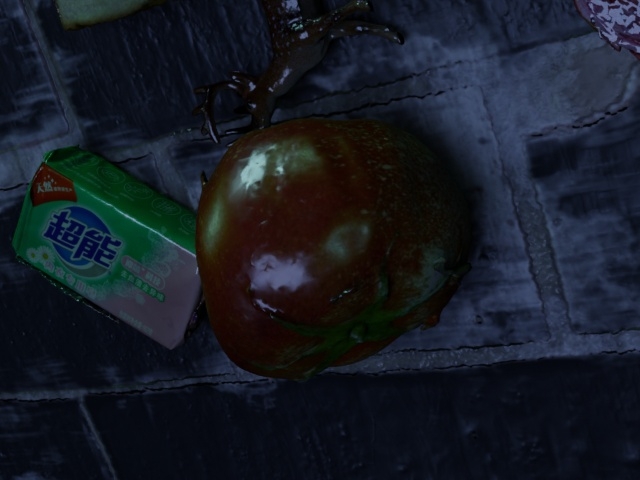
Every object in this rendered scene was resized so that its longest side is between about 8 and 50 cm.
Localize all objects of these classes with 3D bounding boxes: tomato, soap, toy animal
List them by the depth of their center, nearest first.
[{"bbox_3d":[0.000,0.000,1.081,0.303,0.303,0.239,-40,62,35],"label":"tomato"},{"bbox_3d":[-0.039,-0.235,1.128,0.260,0.087,0.243,-8,93,34],"label":"toy animal"},{"bbox_3d":[-0.252,0.004,1.323,0.273,0.098,0.217,30,116,10],"label":"soap"}]

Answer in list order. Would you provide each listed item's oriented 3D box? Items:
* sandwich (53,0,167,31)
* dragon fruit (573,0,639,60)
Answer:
[{"bbox_3d":[-0.242,-0.378,1.144,0.226,0.087,0.251,-1,112,45],"label":"sandwich"},{"bbox_3d":[0.305,-0.258,0.899,0.211,0.147,0.282,-2,114,18],"label":"dragon fruit"}]
